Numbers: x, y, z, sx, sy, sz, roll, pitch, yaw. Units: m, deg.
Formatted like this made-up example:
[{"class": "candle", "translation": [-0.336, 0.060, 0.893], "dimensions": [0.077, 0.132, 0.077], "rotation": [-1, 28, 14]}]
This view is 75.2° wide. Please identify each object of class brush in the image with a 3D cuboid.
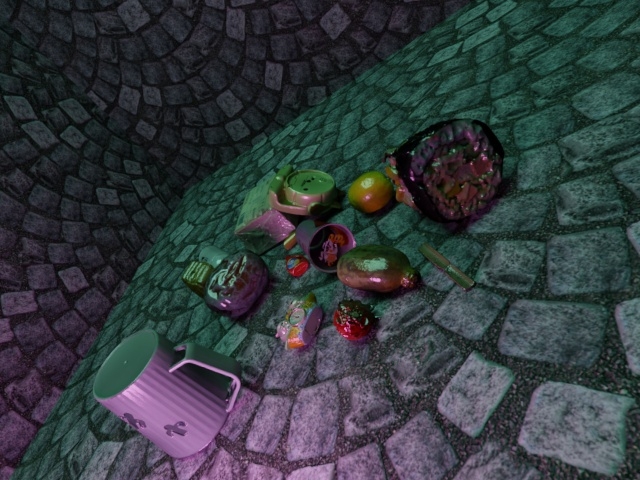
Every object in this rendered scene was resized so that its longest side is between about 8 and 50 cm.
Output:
[{"class": "brush", "translation": [0.385, 0.079, 1.278], "dimensions": [0.043, 0.036, 0.248], "rotation": [-45, 36, 3]}]

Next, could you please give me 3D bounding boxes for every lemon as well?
[{"class": "lemon", "translation": [0.207, -0.199, 1.731], "dimensions": [0.207, 0.170, 0.170], "rotation": [-32, 30, 33]}]

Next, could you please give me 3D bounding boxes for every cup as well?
[{"class": "cup", "translation": [-0.498, 0.492, 1.440], "dimensions": [0.401, 0.392, 0.310], "rotation": [-43, 35, -13]}, {"class": "cup", "translation": [0.000, 0.000, 1.706], "dimensions": [0.203, 0.203, 0.288], "rotation": [-46, 23, -6]}]

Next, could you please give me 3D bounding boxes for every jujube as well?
[{"class": "jujube", "translation": [-0.371, 0.181, 1.845], "dimensions": [0.247, 0.215, 0.308], "rotation": [4, 56, 32]}]

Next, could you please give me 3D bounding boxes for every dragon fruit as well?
[{"class": "dragon fruit", "translation": [0.102, 0.244, 1.307], "dimensions": [0.121, 0.130, 0.142], "rotation": [-31, -10, 33]}]

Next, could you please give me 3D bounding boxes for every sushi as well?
[{"class": "sushi", "translation": [0.403, -0.245, 1.403], "dimensions": [0.329, 0.328, 0.285], "rotation": [-44, 18, 0]}]

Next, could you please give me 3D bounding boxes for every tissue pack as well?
[{"class": "tissue pack", "translation": [-0.267, -0.150, 2.184], "dimensions": [0.297, 0.207, 0.380], "rotation": [-28, 32, 25]}]

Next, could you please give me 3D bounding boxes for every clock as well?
[{"class": "clock", "translation": [-0.077, 0.284, 1.486], "dimensions": [0.144, 0.103, 0.231], "rotation": [2, 52, 41]}, {"class": "clock", "translation": [-0.056, -0.239, 1.992], "dimensions": [0.349, 0.117, 0.286], "rotation": [10, 39, 8]}]

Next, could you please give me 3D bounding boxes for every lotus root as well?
[{"class": "lotus root", "translation": [0.188, 0.094, 1.385], "dimensions": [0.309, 0.173, 0.173], "rotation": [2, 51, 42]}]

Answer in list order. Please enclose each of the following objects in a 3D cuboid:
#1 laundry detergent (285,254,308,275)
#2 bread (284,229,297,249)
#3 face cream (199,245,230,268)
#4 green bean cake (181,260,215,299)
[{"class": "laundry detergent", "translation": [-0.112, 0.097, 1.833], "dimensions": [0.097, 0.049, 0.165], "rotation": [-38, 27, -7]}, {"class": "bread", "translation": [-0.138, -0.005, 2.000], "dimensions": [0.103, 0.049, 0.062], "rotation": [-42, 29, -4]}, {"class": "face cream", "translation": [-0.521, 0.126, 2.184], "dimensions": [0.145, 0.145, 0.370], "rotation": [-50, 29, -14]}, {"class": "green bean cake", "translation": [-0.538, 0.213, 2.014], "dimensions": [0.224, 0.229, 0.131], "rotation": [2, 53, 47]}]
